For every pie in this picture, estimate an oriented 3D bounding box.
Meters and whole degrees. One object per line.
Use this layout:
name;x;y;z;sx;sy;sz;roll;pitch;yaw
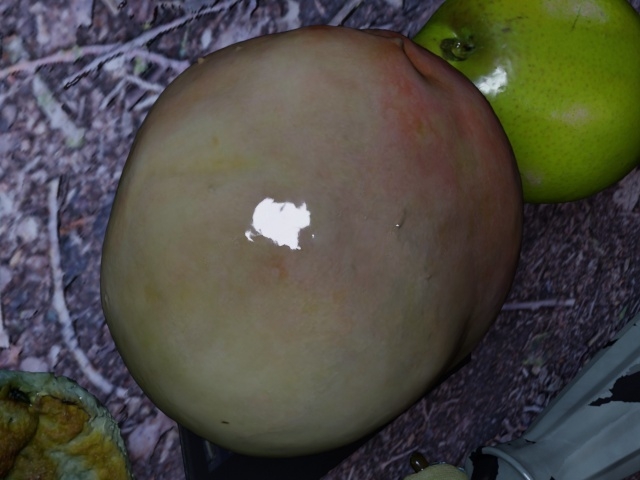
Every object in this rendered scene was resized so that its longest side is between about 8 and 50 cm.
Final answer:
pie;-0.242;0.211;1.049;0.302;0.067;0.302;-29;132;-37

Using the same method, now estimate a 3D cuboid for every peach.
peach;0.000;-0.001;1.040;0.292;0.247;0.292;-26;151;-16

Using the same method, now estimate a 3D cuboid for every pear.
pear;0.156;-0.122;1.223;0.219;0.187;0.187;15;103;-33

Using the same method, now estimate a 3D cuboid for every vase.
vase;0.312;0.174;1.644;0.360;0.165;0.165;-29;134;-31

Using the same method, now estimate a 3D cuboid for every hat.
hat;0.105;0.237;1.504;0.076;0.059;0.077;-31;138;18

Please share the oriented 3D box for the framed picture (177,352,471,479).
framed picture;0.013;0.087;1.324;0.338;0.014;0.255;-34;137;-33
